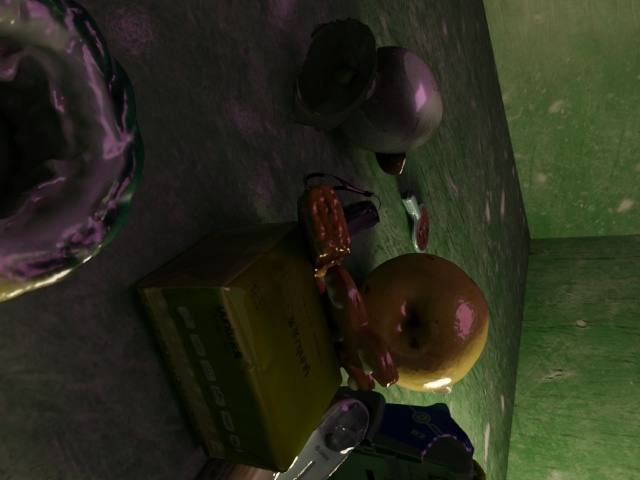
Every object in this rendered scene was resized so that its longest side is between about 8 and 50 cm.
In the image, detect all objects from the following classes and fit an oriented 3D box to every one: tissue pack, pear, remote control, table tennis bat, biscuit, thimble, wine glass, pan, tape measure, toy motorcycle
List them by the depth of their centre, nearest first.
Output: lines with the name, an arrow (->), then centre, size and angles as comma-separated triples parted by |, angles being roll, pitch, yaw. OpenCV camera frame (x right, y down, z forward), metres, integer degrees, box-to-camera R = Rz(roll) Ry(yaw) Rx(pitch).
thimble -> -0.293, -0.079, 0.388 | 0.288, 0.167, 0.254 | -44, 124, -52
tissue pack -> -0.096, 0.139, 0.693 | 0.200, 0.167, 0.274 | -44, 123, -54
biscuit -> 0.000, 0.000, 0.791 | 0.378, 0.054, 0.094 | 104, -33, -81
remote control -> -0.019, 0.358, 0.821 | 0.247, 0.052, 0.104 | -41, 121, -15
biscuit -> 0.028, 0.162, 0.833 | 0.047, 0.340, 0.216 | -24, 85, -16
toy motorcycle -> 0.156, 0.391, 0.941 | 0.200, 0.326, 0.191 | -44, 125, -54
wine glass -> 0.115, -0.300, 1.032 | 0.323, 0.238, 0.238 | 9, 80, -50
tape measure -> 0.046, -0.092, 1.039 | 0.104, 0.107, 0.180 | -40, 108, -8
pear -> 0.220, 0.179, 1.104 | 0.309, 0.309, 0.309 | 8, 81, -59
pan -> 0.171, -0.266, 1.236 | 0.048, 0.128, 0.202 | -3, 95, -16
table tennis bat -> 0.290, -0.063, 1.485 | 0.244, 0.040, 0.153 | 57, 43, -47

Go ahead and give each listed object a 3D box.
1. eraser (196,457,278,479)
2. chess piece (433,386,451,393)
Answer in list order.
eraser -> -0.089, 0.307, 0.769 | 0.352, 0.089, 0.061 | -51, 132, -47
chess piece -> 0.384, 0.430, 1.576 | 0.067, 0.067, 0.103 | 58, 32, -39
